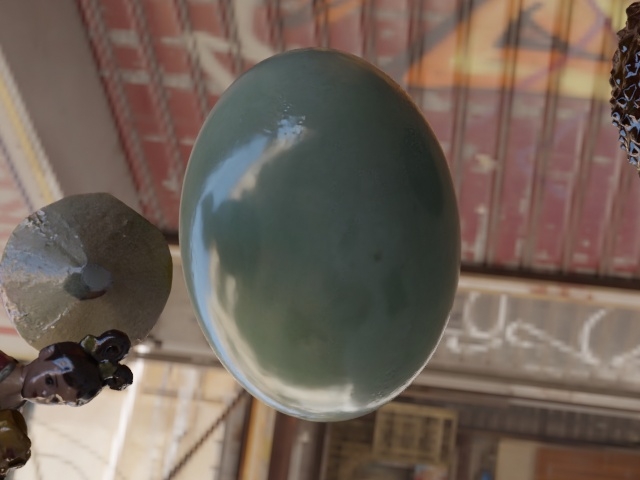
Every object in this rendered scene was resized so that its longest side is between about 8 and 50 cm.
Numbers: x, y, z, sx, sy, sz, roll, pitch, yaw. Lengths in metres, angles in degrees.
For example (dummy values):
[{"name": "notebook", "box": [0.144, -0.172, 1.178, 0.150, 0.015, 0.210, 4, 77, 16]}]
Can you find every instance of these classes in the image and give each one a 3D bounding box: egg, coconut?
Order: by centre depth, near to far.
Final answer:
[{"name": "coconut", "box": [-0.204, 0.034, 1.222, 0.153, 0.147, 0.147, 160, 117, -74]}, {"name": "egg", "box": [0.000, 0.000, 1.400, 0.276, 0.276, 0.389, -70, -21, -61]}]

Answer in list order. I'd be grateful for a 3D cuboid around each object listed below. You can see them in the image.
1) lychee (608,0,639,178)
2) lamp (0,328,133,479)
[{"name": "lychee", "box": [0.415, -0.143, 1.398, 0.304, 0.276, 0.275, -135, 50, -84]}, {"name": "lamp", "box": [-0.228, 0.108, 0.772, 0.118, 0.253, 0.118, -7, -90, -81]}]
